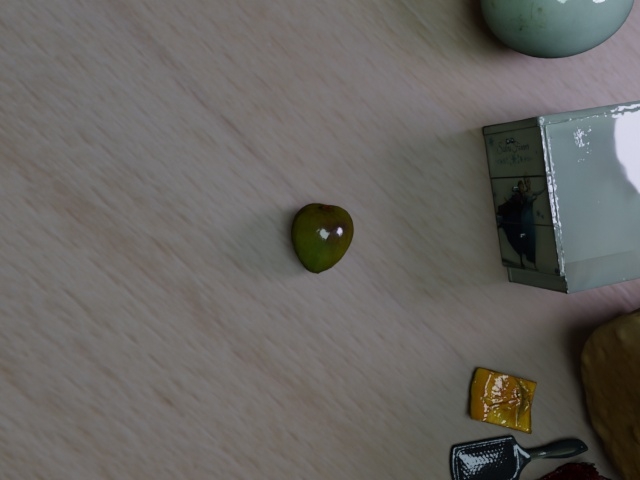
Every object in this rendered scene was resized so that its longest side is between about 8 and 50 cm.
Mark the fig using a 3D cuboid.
[{"bbox_3d":[0.000,0.000,1.028,0.073,0.074,0.088,7,112,-15],"label":"fig"}]

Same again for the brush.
[{"bbox_3d":[0.261,0.283,1.132,0.193,0.016,0.063,-7,95,-14],"label":"brush"}]

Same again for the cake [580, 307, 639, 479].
[{"bbox_3d":[0.531,0.182,1.045,0.321,0.332,0.332,-22,98,-17],"label":"cake"}]

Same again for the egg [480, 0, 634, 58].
[{"bbox_3d":[0.286,-0.296,1.046,0.192,0.149,0.150,-2,93,-17],"label":"egg"}]

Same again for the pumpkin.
[{"bbox_3d":[0.241,0.210,1.116,0.101,0.035,0.073,13,92,-17],"label":"pumpkin"}]

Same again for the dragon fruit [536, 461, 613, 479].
[{"bbox_3d":[0.310,0.357,1.109,0.147,0.102,0.096,-22,90,-3],"label":"dragon fruit"}]

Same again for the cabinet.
[{"bbox_3d":[0.306,-0.053,1.064,0.150,0.145,0.206,-10,95,-15],"label":"cabinet"}]
